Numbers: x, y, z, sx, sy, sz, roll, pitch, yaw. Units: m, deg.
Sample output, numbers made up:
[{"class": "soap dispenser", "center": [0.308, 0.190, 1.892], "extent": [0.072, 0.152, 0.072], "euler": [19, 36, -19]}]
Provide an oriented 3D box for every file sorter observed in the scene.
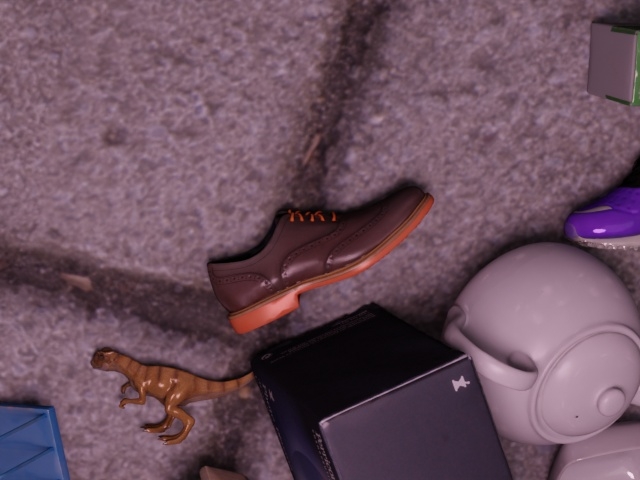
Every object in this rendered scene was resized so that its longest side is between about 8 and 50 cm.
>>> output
[{"class": "file sorter", "center": [-0.353, 0.278, 1.558], "extent": [0.118, 0.104, 0.170], "euler": [-1, 105, 35]}]

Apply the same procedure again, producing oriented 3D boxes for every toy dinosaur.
[{"class": "toy dinosaur", "center": [-0.159, 0.173, 1.617], "extent": [0.212, 0.064, 0.112], "euler": [10, 98, -11]}]

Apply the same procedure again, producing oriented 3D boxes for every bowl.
[{"class": "bowl", "center": [0.341, 0.263, 1.694], "extent": [0.142, 0.053, 0.142], "euler": [-6, 145, -9]}]

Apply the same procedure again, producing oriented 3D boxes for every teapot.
[{"class": "teapot", "center": [0.266, 0.135, 1.578], "extent": [0.256, 0.187, 0.252], "euler": [-28, 127, -13]}]

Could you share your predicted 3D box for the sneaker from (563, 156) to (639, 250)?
[{"class": "sneaker", "center": [0.410, -0.083, 1.648], "extent": [0.293, 0.102, 0.146], "euler": [-16, 99, -11]}]

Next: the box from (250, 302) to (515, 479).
[{"class": "box", "center": [0.079, 0.255, 1.541], "extent": [0.183, 0.294, 0.296], "euler": [-23, 103, -13]}]

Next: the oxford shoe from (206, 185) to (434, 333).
[{"class": "oxford shoe", "center": [0.000, 0.000, 1.595], "extent": [0.271, 0.097, 0.098], "euler": [-30, 98, -2]}]

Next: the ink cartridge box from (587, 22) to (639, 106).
[{"class": "ink cartridge box", "center": [0.425, -0.198, 1.595], "extent": [0.209, 0.153, 0.086], "euler": [0, 101, -8]}]

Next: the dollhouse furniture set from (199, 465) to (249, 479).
[{"class": "dollhouse furniture set", "center": [-0.133, 0.406, 1.586], "extent": [0.212, 0.161, 0.242], "euler": [-32, 61, 19]}]
